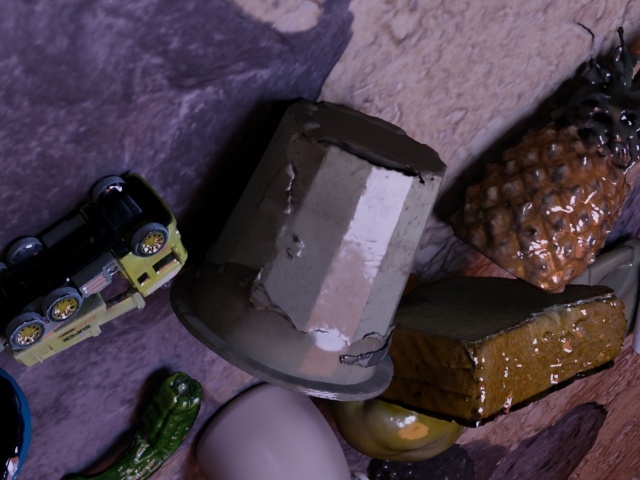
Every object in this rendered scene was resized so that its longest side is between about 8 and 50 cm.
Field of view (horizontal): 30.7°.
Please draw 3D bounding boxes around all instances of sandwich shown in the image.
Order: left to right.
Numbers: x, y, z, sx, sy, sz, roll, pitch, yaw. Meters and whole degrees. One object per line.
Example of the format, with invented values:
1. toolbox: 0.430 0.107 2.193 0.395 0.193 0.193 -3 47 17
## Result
1. sandwich: 0.164 0.110 1.290 0.273 0.249 0.095 -13 103 -42

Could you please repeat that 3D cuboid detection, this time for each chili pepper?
1. chili pepper: -0.179 0.200 1.176 0.182 0.050 0.073 -48 158 16

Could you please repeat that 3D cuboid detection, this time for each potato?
1. potato: 0.099 0.205 1.429 0.154 0.137 0.200 -43 153 3

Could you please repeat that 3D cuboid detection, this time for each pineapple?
1. pineapple: 0.293 -0.105 1.252 0.340 0.169 0.169 -52 151 2

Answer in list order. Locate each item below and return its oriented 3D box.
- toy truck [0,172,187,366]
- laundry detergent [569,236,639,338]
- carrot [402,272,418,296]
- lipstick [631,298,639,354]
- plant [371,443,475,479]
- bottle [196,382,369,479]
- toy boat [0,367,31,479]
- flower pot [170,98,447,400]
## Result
1. toy truck: -0.185 0.033 0.911 0.169 0.077 0.100 -37 148 -11
2. laundry detergent: 0.380 0.097 1.673 0.253 0.091 0.181 -21 139 -33
3. carrot: 0.031 0.053 1.242 0.248 0.043 0.043 -4 134 -50
4. lipstick: 0.473 0.099 1.662 0.040 0.040 0.141 -23 129 -31
5. plant: 0.133 0.381 1.704 0.203 0.142 0.131 -27 142 -36
6. bottle: -0.020 0.285 1.289 0.147 0.236 0.147 -30 149 -20
7. toy boat: -0.343 0.218 0.918 0.299 0.134 0.092 -44 162 -4
8. flower pot: 0.000 0.000 0.987 0.212 0.212 0.203 -4 124 -49
